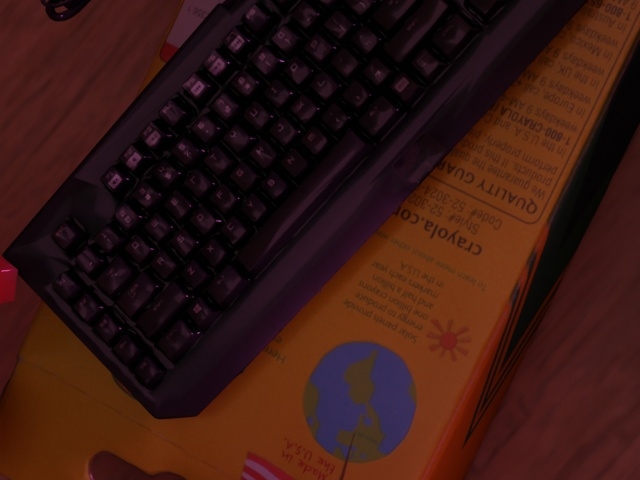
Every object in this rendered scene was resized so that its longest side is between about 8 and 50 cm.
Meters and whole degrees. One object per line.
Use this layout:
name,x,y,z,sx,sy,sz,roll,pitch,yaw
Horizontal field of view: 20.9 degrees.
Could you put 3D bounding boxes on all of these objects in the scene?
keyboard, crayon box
keyboard,-0.023,-0.097,0.734,0.201,0.033,0.317,46,100,18
crayon box,0.000,0.000,0.776,0.202,0.081,0.318,28,95,19

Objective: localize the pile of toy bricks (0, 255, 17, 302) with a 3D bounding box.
pile of toy bricks,-0.231,0.023,0.791,0.212,0.105,0.118,32,119,45
